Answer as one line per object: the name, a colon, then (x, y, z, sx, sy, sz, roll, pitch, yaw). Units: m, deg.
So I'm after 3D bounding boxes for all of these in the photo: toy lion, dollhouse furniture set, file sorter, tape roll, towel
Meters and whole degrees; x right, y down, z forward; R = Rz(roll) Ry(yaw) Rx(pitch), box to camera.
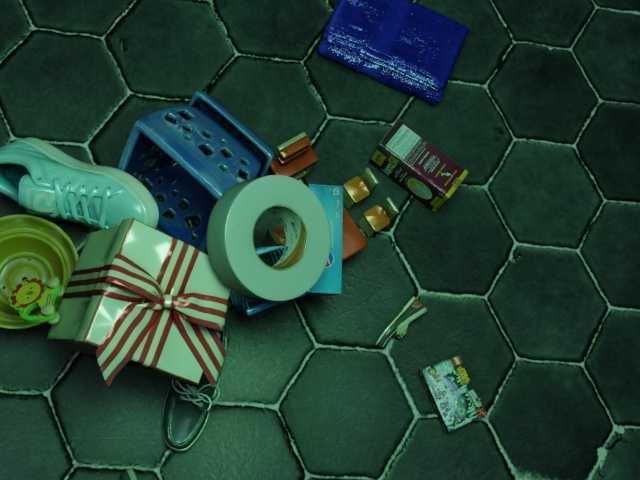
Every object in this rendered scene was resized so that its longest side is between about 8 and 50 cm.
toy lion: (-0.512, 0.107, 1.473, 0.096, 0.034, 0.100, -10, 47, 4)
dollhouse furniture set: (-0.003, -0.077, 1.688, 0.262, 0.135, 0.259, -32, 82, -18)
file sorter: (-0.118, 0.073, 1.591, 0.118, 0.170, 0.105, -19, 95, -16)
tape roll: (-0.089, -0.004, 1.452, 0.219, 0.072, 0.219, 1, 88, -35)
towel: (0.171, -0.462, 1.871, 0.308, 0.076, 0.228, 24, 71, -3)

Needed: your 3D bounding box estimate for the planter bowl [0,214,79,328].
planter bowl: (-0.565, 0.066, 1.559, 0.217, 0.090, 0.217, 3, 75, -12)

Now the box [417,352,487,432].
box: (0.269, 0.311, 1.681, 0.093, 0.027, 0.137, -21, 78, -17)

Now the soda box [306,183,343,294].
soda box: (0.000, 0.000, 1.598, 0.071, 0.067, 0.210, 3, 82, -16)

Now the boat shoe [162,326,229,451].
boat shoe: (-0.234, 0.273, 1.568, 0.095, 0.079, 0.255, 23, 70, -4)

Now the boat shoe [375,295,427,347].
boat shoe: (0.165, 0.174, 1.694, 0.043, 0.049, 0.137, 44, 66, 2)

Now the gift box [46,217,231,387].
gift box: (-0.311, 0.135, 1.469, 0.255, 0.258, 0.277, 22, 72, -31)

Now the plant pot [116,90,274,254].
plant pot: (-0.239, -0.131, 1.603, 0.236, 0.236, 0.212, 40, 47, 2)

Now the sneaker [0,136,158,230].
sneaker: (-0.482, -0.078, 1.545, 0.365, 0.135, 0.150, 20, 32, 20)

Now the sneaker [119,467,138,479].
sneaker: (-0.366, 0.526, 1.464, 0.118, 0.083, 0.222, -7, 76, -13)

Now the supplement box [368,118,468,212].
supplement box: (0.208, -0.159, 1.771, 0.188, 0.104, 0.081, 38, 71, 2)
